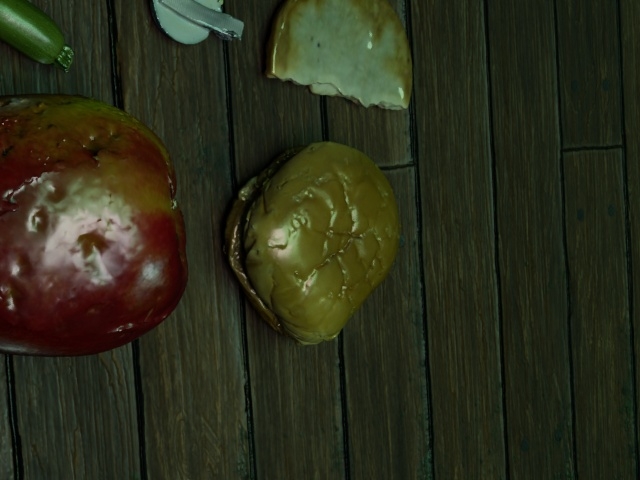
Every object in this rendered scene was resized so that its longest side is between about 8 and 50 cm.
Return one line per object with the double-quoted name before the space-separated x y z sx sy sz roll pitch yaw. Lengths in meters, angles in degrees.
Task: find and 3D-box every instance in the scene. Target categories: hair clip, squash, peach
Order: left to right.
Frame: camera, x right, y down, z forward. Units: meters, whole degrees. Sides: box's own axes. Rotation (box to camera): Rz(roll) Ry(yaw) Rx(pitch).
"squash" -0.424 -0.299 1.738 0.258 0.069 0.069 28 73 -37
"peach" -0.377 -0.024 1.670 0.416 0.353 0.339 -1 84 0
"hair clip" -0.189 -0.342 1.961 0.172 0.049 0.116 24 71 -37

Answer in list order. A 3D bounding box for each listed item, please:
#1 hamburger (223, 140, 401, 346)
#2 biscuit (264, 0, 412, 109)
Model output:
"hamburger" 0.000 0.000 2.066 0.318 0.158 0.319 -4 96 -42
"biscuit" 0.035 -0.326 2.162 0.308 0.040 0.205 9 86 -42
